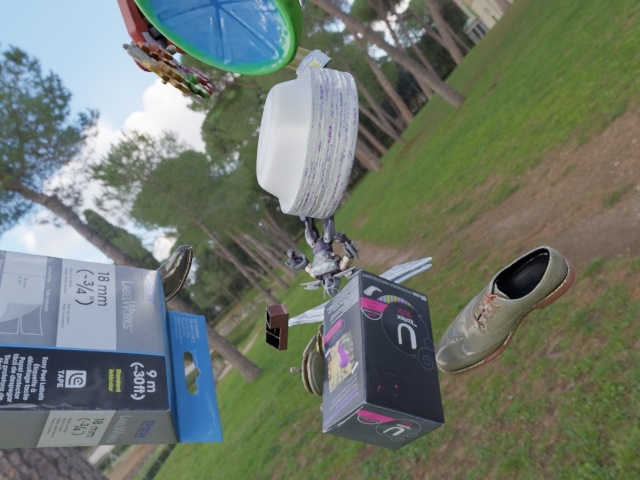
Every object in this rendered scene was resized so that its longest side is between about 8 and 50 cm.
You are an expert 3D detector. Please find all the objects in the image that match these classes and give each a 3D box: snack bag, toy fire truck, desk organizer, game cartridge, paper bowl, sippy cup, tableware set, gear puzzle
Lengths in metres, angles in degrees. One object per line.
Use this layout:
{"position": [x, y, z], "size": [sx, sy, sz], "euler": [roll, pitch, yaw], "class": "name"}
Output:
{"position": [0.092, 0.140, 1.394], "size": [0.323, 0.037, 0.342], "euler": [-24, -3, -21], "class": "snack bag"}
{"position": [-0.459, -0.638, 1.465], "size": [0.169, 0.254, 0.302], "euler": [-15, 33, 28], "class": "toy fire truck"}
{"position": [-0.116, 0.232, 1.390], "size": [0.050, 0.047, 0.130], "euler": [-7, -57, -18], "class": "desk organizer"}
{"position": [-0.019, -0.439, 1.320], "size": [0.083, 0.056, 0.017], "euler": [-49, -19, -5], "class": "game cartridge"}
{"position": [-0.037, -0.189, 1.009], "size": [0.284, 0.148, 0.284], "euler": [-173, 90, -77], "class": "paper bowl"}
{"position": [-0.102, -0.383, 0.697], "size": [0.305, 0.240, 0.224], "euler": [-9, 56, 55], "class": "sippy cup"}
{"position": [-0.005, 0.244, 1.069], "size": [0.039, 0.128, 0.194], "euler": [-12, 13, 18], "class": "tableware set"}
{"position": [-0.282, -0.333, 1.006], "size": [0.044, 0.175, 0.339], "euler": [-53, 19, 12], "class": "gear puzzle"}

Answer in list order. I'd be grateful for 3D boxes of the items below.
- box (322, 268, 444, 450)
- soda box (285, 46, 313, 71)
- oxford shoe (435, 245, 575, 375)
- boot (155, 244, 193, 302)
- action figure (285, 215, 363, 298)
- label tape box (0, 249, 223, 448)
{"position": [0.107, 0.217, 0.969], "size": [0.143, 0.165, 0.270], "euler": [-49, 29, 41], "class": "box"}
{"position": [-0.099, -0.552, 1.575], "size": [0.061, 0.181, 0.058], "euler": [-163, 83, -67], "class": "soda box"}
{"position": [0.349, 0.136, 1.074], "size": [0.348, 0.123, 0.130], "euler": [-48, -43, 11], "class": "oxford shoe"}
{"position": [-0.381, 0.093, 1.190], "size": [0.106, 0.082, 0.219], "euler": [31, -88, -47], "class": "boot"}
{"position": [0.000, 0.000, 1.222], "size": [0.185, 0.284, 0.099], "euler": [-17, -17, 22], "class": "action figure"}
{"position": [-0.289, 0.152, 0.735], "size": [0.106, 0.334, 0.240], "euler": [-55, 39, 34], "class": "label tape box"}
